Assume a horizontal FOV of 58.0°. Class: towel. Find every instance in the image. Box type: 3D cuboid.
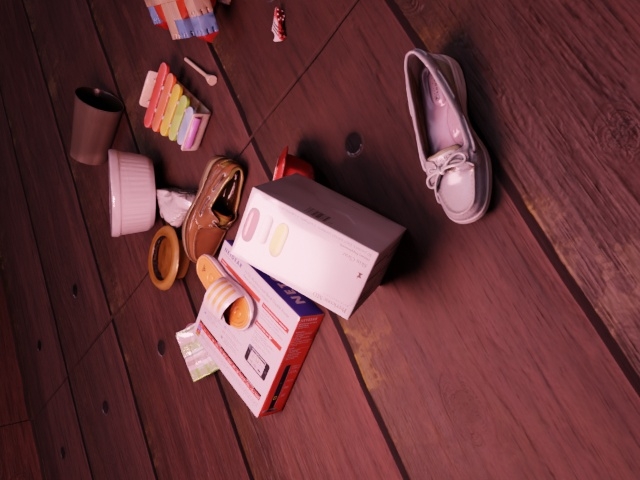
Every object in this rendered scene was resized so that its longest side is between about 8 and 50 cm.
[{"bbox_3d":[-0.335,0.303,1.612,0.113,0.023,0.152,-29,69,7],"label":"towel"}]

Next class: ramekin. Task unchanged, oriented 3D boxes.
[{"bbox_3d":[-0.582,-0.146,1.777,0.273,0.127,0.273,178,90,-68],"label":"ramekin"}]

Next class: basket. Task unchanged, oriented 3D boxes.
[{"bbox_3d":[-0.799,-0.394,2.035,0.204,0.154,0.227,43,123,34],"label":"basket"}]

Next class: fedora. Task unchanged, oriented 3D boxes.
[{"bbox_3d":[-0.443,0.053,1.720,0.194,0.079,0.195,-9,78,46],"label":"fedora"}]

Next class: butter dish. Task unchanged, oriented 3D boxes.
[{"bbox_3d":[-0.051,-0.117,1.303,0.160,0.118,0.160,-91,13,-69],"label":"butter dish"}]

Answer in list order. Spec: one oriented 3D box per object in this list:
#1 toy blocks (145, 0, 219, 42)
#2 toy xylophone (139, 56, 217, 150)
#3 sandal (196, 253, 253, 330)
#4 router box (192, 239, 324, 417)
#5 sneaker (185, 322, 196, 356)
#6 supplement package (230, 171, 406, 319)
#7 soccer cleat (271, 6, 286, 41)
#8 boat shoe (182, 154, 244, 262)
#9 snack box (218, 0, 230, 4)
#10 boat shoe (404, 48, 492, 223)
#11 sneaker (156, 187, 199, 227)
[{"bbox_3d":[-0.375,-0.666,1.550,0.381,0.190,0.261,20,134,49],"label":"toy blocks"},{"bbox_3d":[-0.413,-0.407,1.685,0.322,0.081,0.236,35,114,39],"label":"toy xylophone"},{"bbox_3d":[-0.260,0.129,1.417,0.265,0.076,0.102,41,119,37],"label":"sandal"},{"bbox_3d":[-0.169,0.210,1.440,0.335,0.082,0.301,42,118,37],"label":"router box"},{"bbox_3d":[-0.357,0.300,1.669,0.119,0.047,0.057,67,153,22],"label":"sneaker"},{"bbox_3d":[0.000,0.000,1.116,0.261,0.204,0.145,28,113,14],"label":"supplement package"},{"bbox_3d":[-0.105,-0.527,1.409,0.035,0.029,0.083,-8,90,41],"label":"soccer cleat"},{"bbox_3d":[-0.284,-0.070,1.535,0.104,0.110,0.308,31,112,42],"label":"boat shoe"},{"bbox_3d":[-0.284,-0.716,1.581,0.141,0.037,0.100,39,117,38],"label":"snack box"},{"bbox_3d":[0.218,-0.186,1.028,0.118,0.103,0.321,-17,78,44],"label":"boat shoe"},{"bbox_3d":[-0.407,-0.093,1.690,0.232,0.090,0.115,12,106,54],"label":"sneaker"}]
